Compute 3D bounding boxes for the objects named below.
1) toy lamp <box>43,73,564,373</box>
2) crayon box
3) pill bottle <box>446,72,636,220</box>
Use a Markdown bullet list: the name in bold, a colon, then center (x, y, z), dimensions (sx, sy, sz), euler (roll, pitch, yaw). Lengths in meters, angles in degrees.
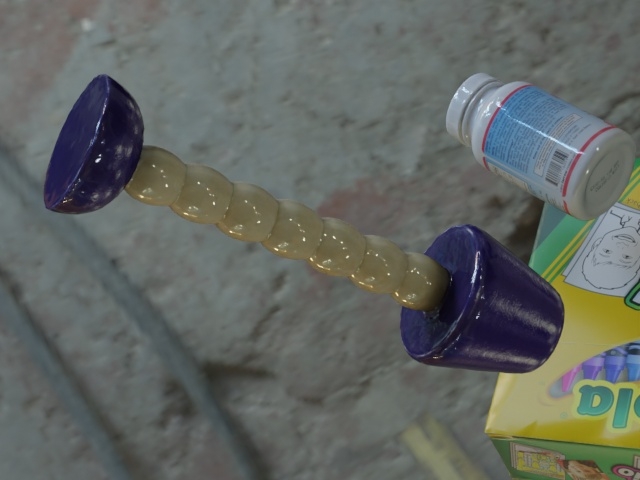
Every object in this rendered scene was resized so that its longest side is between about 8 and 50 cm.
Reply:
- **toy lamp**: center (0.000, 0.000, 0.929), dimensions (0.274, 0.080, 0.080), euler (24, 126, -22)
- **crayon box**: center (0.365, 0.079, 1.689), dimensions (0.363, 0.313, 0.106), euler (3, 146, 24)
- **pill bottle**: center (0.192, -0.088, 1.640), dimensions (0.160, 0.087, 0.087), euler (32, 120, 33)
